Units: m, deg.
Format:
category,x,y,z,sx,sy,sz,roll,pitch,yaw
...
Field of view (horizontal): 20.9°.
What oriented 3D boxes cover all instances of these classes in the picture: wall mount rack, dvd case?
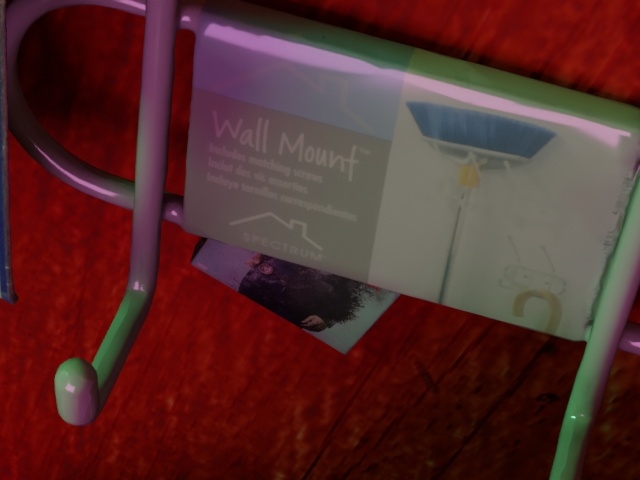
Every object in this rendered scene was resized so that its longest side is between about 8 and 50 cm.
category,x,y,z,sx,sy,sz,roll,pitch,yaw
wall mount rack,0.021,-0.028,0.616,0.350,0.130,0.304,15,134,8
dvd case,0.000,0.000,0.762,0.087,0.013,0.119,31,141,-7

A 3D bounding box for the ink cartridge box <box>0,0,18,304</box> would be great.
category,x,y,z,sx,sy,sz,roll,pitch,yaw
ink cartridge box,-0.196,-0.104,0.690,0.224,0.045,0.223,33,145,15
